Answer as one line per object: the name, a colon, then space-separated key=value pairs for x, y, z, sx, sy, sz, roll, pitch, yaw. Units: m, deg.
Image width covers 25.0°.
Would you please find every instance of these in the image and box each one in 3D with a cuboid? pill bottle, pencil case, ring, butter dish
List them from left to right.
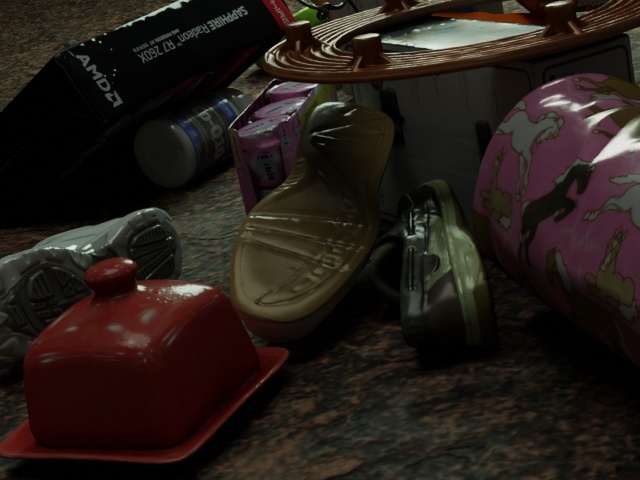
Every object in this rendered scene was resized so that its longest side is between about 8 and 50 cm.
butter dish: x=-0.125 y=0.068 z=0.953 sx=0.160 sy=0.118 sz=0.160 roll=-2 pitch=21 yaw=29
pill bottle: x=-0.132 y=-0.115 z=1.565 sx=0.078 sy=0.078 sz=0.137 roll=-1 pitch=22 yaw=34
ring: x=0.117 y=-0.179 z=1.129 sx=0.337 sy=0.032 sz=0.336 roll=-10 pitch=16 yaw=3
pencil case: x=0.232 y=0.007 z=0.818 sx=0.167 sy=0.160 sz=0.386 roll=-58 pitch=23 yaw=4

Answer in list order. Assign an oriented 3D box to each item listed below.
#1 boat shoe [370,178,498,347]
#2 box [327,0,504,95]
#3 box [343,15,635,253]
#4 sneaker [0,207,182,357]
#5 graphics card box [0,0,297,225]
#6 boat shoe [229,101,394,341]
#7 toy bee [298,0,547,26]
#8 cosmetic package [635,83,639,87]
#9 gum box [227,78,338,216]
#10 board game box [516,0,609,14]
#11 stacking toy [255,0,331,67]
boat shoe: x=0.072 y=0.014 z=1.038 sx=0.073 sy=0.080 sz=0.223 roll=-9 pitch=22 yaw=-3
box: x=0.114 y=-0.279 z=1.714 sx=0.181 sy=0.182 sz=0.119 roll=-27 pitch=26 yaw=-36
box: x=0.133 y=-0.083 z=1.148 sx=0.087 sy=0.169 sz=0.290 roll=-18 pitch=17 yaw=-22
sneaker: x=-0.220 y=0.041 z=1.180 sx=0.115 sy=0.090 sz=0.232 roll=-8 pitch=9 yaw=37
graphics card box: x=-0.209 y=-0.166 z=1.603 sx=0.233 sy=0.094 sz=0.371 roll=-36 pitch=0 yaw=38
boat shoe: x=0.000 y=0.000 z=1.122 sx=0.098 sy=0.096 sz=0.277 roll=15 pitch=39 yaw=9
toy bee: x=0.115 y=-0.193 z=1.539 sx=0.298 sy=0.162 sz=0.195 roll=23 pitch=45 yaw=9
cosmetic package: x=0.256 y=-0.131 z=1.355 sx=0.041 sy=0.060 sz=0.115 roll=-60 pitch=30 yaw=-4
gum box: x=-0.026 y=-0.081 z=1.343 sx=0.062 sy=0.107 sz=0.188 roll=-8 pitch=19 yaw=16
board game box: x=0.213 y=-0.331 z=1.603 sx=0.145 sy=0.027 sz=0.281 roll=-10 pitch=41 yaw=-30
stacking toy: x=0.067 y=-0.294 z=1.996 sx=0.279 sy=0.130 sz=0.309 roll=-33 pitch=0 yaw=39
